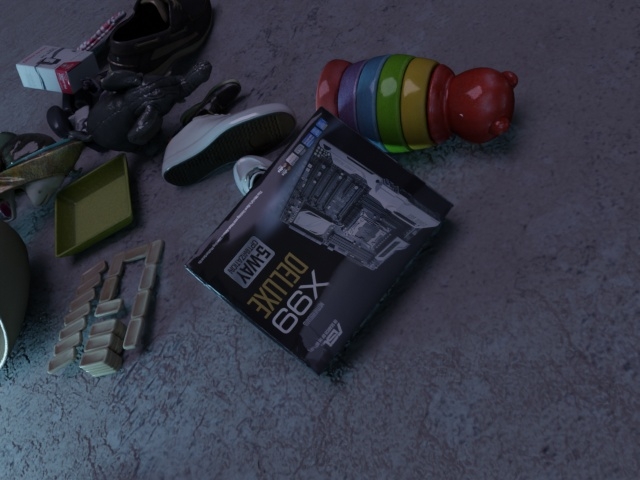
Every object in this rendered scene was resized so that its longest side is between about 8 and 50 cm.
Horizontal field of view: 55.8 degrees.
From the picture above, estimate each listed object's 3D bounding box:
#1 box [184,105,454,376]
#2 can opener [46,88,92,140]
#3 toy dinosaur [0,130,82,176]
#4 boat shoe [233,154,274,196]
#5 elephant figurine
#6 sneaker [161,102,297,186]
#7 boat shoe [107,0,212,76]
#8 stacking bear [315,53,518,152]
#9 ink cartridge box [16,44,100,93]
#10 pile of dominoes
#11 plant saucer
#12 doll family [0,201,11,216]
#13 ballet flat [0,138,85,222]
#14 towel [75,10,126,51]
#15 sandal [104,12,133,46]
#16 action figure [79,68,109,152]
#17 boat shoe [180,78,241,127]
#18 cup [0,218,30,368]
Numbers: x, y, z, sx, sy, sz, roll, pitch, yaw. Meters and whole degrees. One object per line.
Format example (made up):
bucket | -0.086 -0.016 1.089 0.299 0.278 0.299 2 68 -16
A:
box | 0.000 0.000 0.870 0.242 0.076 0.307 39 82 8
can opener | -0.608 -0.341 1.470 0.076 0.095 0.283 -27 52 11
toy dinosaur | -0.685 -0.192 1.404 0.314 0.121 0.160 -3 73 32
boat shoe | -0.093 -0.100 1.052 0.083 0.076 0.226 -45 50 -4
elephant figurine | -0.356 -0.275 1.201 0.239 0.169 0.185 -23 45 50
sneaker | -0.183 -0.213 1.152 0.290 0.106 0.123 -20 56 18
boat shoe | -0.347 -0.482 1.351 0.132 0.130 0.355 19 54 7
stacking bear | 0.154 -0.209 0.944 0.289 0.164 0.175 5 64 26
ink cartridge box | -0.635 -0.415 1.464 0.151 0.063 0.109 12 45 16
pile of dominoes | -0.381 0.126 1.107 0.196 0.040 0.251 -16 46 20
plant saucer | -0.459 -0.066 1.249 0.188 0.045 0.188 -28 52 10
doll family | -0.820 -0.021 1.367 0.163 0.118 0.262 -10 56 22
ballet flat | -0.650 -0.106 1.284 0.349 0.123 0.123 -23 51 -6
towel | -0.591 -0.524 1.572 0.197 0.029 0.144 -36 28 13
sandal | -0.471 -0.548 1.554 0.219 0.060 0.090 -23 37 32
action figure | -0.475 -0.346 1.403 0.185 0.099 0.284 -16 51 26
boat shoe | -0.221 -0.271 1.248 0.152 0.056 0.049 -36 55 16
cup | -0.694 0.075 1.148 0.331 0.331 0.237 -18 29 18
